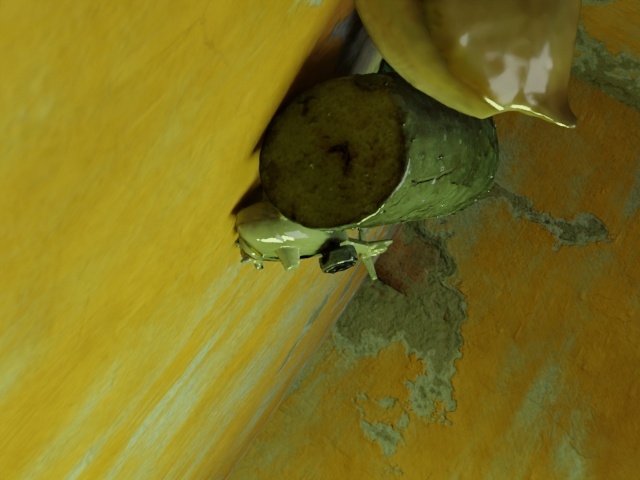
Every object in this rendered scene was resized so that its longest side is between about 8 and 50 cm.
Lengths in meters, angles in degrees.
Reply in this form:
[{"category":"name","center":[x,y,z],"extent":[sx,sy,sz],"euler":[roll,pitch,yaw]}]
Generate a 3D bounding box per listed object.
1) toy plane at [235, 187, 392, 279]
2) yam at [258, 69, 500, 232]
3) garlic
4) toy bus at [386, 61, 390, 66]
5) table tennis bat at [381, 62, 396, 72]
[{"category":"toy plane","center":[0.000,0.000,0.891],"extent":[0.108,0.092,0.286],"euler":[-26,163,30]},{"category":"yam","center":[0.068,-0.083,0.797],"extent":[0.254,0.154,0.154],"euler":[-8,131,-59]},{"category":"garlic","center":[0.128,-0.246,0.550],"extent":[0.151,0.196,0.338],"euler":[-168,-78,-84]},{"category":"toy bus","center":[0.160,-0.239,0.881],"extent":[0.331,0.145,0.151],"euler":[-35,132,-73]},{"category":"table tennis bat","center":[0.066,-0.144,1.087],"extent":[0.149,0.038,0.237],"euler":[-52,174,-28]}]
